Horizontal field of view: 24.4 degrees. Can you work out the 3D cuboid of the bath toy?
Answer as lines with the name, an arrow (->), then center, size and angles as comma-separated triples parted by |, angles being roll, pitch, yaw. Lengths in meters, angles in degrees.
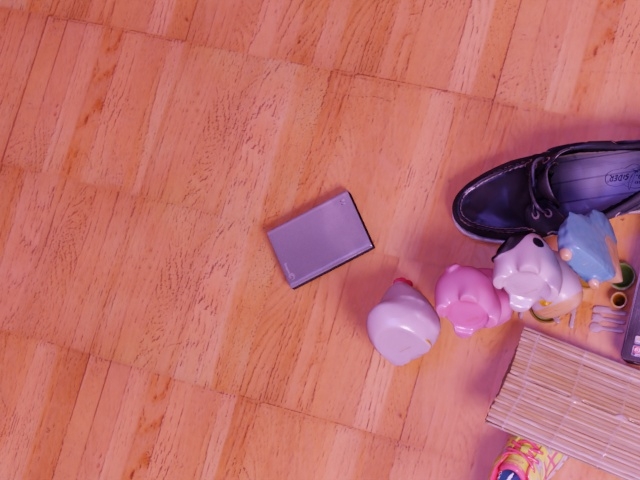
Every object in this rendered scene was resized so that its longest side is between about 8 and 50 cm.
bath toy -> 0.223, 0.064, 1.974 | 0.348, 0.151, 0.129 | -23, 36, 26

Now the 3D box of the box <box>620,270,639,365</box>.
box -> 0.523, 0.094, 1.917 | 0.231, 0.056, 0.183 | 13, 83, 21

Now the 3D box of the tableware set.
tableware set -> 0.344, 0.067, 2.001 | 0.154, 0.024, 0.104 | 8, 81, 21

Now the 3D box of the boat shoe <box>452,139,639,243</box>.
boat shoe -> 0.333, -0.072, 1.988 | 0.340, 0.113, 0.127 | -4, 77, 18

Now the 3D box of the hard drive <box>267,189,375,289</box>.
hard drive -> 0.000, 0.000, 2.133 | 0.135, 0.022, 0.094 | -28, 71, 11

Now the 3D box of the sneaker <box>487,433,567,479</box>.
sneaker -> 0.271, 0.287, 1.939 | 0.081, 0.094, 0.208 | 20, 83, 23

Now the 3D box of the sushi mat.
sushi mat -> 0.383, 0.230, 1.913 | 0.316, 0.019, 0.151 | 21, 62, 16
